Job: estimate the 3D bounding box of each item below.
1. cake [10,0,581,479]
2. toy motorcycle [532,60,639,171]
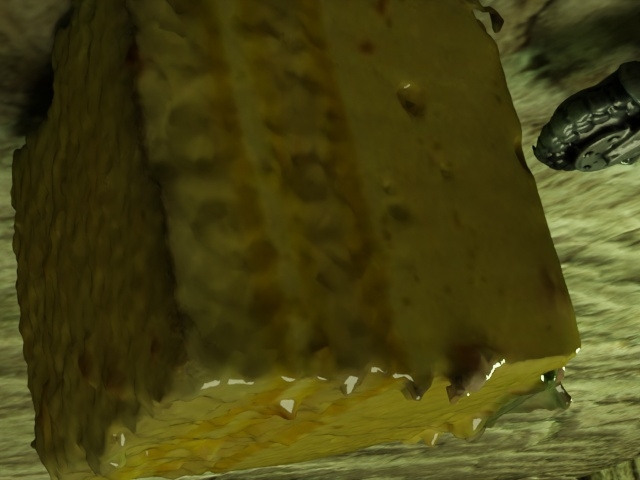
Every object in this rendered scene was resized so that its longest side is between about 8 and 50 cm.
[{"bbox_3d":[0.000,0.000,0.651,0.286,0.228,0.222,0,160,-29],"label":"cake"},{"bbox_3d":[0.286,-0.098,0.765,0.307,0.108,0.173,-7,153,-26],"label":"toy motorcycle"}]
